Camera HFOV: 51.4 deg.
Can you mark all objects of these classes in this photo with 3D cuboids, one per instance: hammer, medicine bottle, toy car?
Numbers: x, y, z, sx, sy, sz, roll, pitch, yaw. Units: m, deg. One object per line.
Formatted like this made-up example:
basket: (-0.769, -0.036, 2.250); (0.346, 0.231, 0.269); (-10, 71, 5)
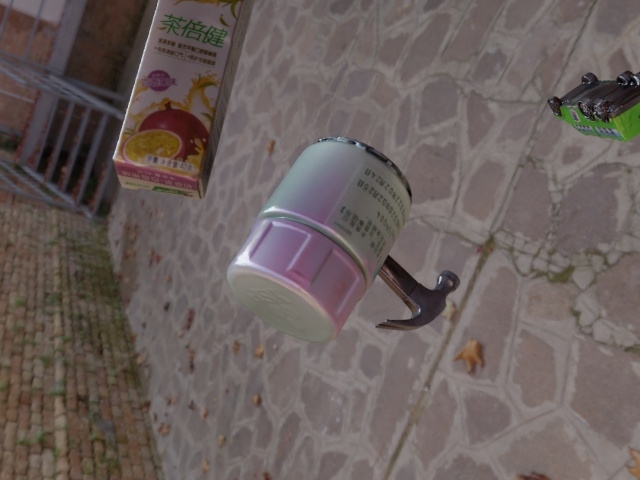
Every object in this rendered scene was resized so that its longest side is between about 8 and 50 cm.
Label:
hammer: (0.056, 0.009, 0.926); (0.137, 0.290, 0.037); (-47, 2, -30)
medicine bottle: (0.000, 0.000, 0.658); (0.135, 0.135, 0.168); (-22, 30, 57)
toy car: (0.352, -0.167, 0.832); (0.071, 0.062, 0.165); (-33, 16, 1)

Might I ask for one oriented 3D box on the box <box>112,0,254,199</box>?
box: (-0.071, -0.127, 0.401); (0.041, 0.049, 0.207); (117, 165, -75)
